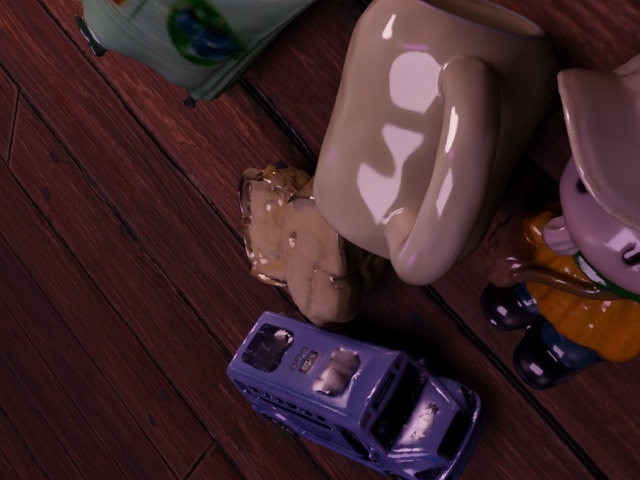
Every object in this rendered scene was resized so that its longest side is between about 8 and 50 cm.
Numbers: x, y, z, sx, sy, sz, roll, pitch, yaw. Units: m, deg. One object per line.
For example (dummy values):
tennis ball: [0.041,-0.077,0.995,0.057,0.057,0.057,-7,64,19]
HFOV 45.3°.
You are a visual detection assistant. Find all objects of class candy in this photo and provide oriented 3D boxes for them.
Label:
candy: [-0.178,-0.343,0.781,0.263,0.172,0.397,-24,108,45]

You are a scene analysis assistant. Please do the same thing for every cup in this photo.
cup: [0.078,-0.090,0.631,0.173,0.255,0.202,27,120,15]

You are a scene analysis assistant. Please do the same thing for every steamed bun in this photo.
steamed bun: [0.000,0.000,0.880,0.178,0.106,0.192,13,118,46]

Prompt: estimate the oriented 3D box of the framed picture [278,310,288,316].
framed picture: [-0.045,0.181,1.082,0.109,0.011,0.149,46,136,18]

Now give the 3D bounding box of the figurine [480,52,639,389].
figurine: [0.253,-0.014,0.599,0.185,0.205,0.332,61,168,25]

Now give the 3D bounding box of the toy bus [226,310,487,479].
toy bus: [0.035,0.176,0.882,0.292,0.125,0.133,13,151,41]
